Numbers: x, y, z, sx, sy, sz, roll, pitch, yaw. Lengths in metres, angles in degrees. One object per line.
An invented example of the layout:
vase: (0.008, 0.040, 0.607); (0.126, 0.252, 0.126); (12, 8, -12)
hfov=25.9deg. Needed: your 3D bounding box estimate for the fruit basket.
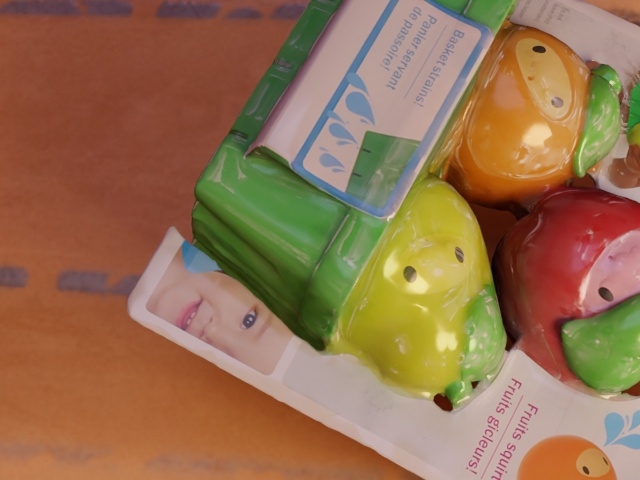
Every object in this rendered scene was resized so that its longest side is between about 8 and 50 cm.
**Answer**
fruit basket: (0.118, -0.012, 0.803); (0.353, 0.165, 0.327); (27, 69, 11)
